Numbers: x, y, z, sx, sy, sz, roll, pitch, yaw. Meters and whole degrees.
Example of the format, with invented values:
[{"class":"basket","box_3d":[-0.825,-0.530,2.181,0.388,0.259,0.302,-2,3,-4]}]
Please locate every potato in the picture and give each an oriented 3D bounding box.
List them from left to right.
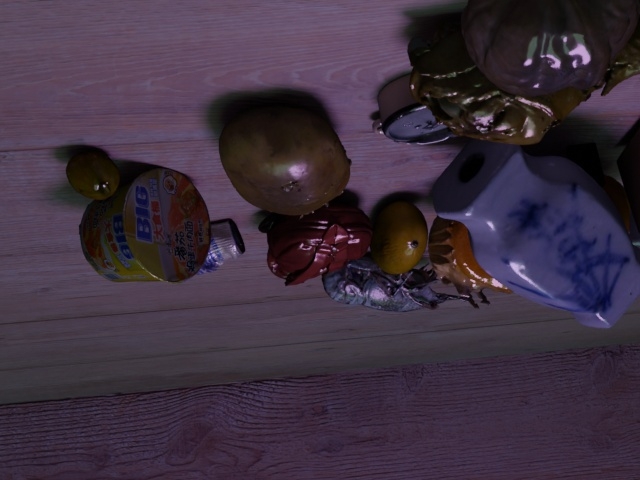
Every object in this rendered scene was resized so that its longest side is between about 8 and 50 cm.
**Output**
[{"class":"potato","box_3d":[-0.050,-0.116,1.624,0.192,0.141,0.296,-9,164,12]}]

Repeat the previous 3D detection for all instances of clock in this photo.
[{"class":"clock","box_3d":[0.168,-0.202,1.572,0.156,0.063,0.229,11,156,-41]}]

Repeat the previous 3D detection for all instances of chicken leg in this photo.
[{"class":"chicken leg","box_3d":[0.334,-0.248,1.385,0.429,0.201,0.153,-16,-171,7]}]

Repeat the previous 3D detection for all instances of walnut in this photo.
[{"class":"walnut","box_3d":[0.272,-0.271,1.210,0.224,0.224,0.224,-7,161,-2]}]

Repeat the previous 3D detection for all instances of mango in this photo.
[{"class":"mango","box_3d":[0.154,0.003,2.049,0.091,0.137,0.237,-1,161,-10]}]

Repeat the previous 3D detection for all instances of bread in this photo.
[{"class":"bread","box_3d":[0.402,-0.024,1.959,0.389,0.236,0.183,-17,-178,-10]}]

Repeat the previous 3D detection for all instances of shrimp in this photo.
[{"class":"shrimp","box_3d":[0.188,0.096,2.323,0.372,0.137,0.172,-1,177,-15]}]

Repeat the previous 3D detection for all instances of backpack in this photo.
[{"class":"backpack","box_3d":[0.000,-0.003,1.972,0.229,0.138,0.229,-7,162,-2]}]

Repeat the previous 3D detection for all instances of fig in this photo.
[{"class":"fig","box_3d":[-0.357,-0.096,1.628,0.082,0.098,0.084,-25,146,-20]}]

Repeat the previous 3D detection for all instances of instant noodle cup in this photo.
[{"class":"instant noodle cup","box_3d":[-0.309,-0.012,1.760,0.153,0.205,0.205,-14,161,38]}]

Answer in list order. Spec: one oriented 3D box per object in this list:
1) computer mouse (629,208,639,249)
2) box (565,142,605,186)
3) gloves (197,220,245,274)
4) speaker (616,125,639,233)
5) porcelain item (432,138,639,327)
[{"class":"computer mouse","box_3d":[0.689,-0.014,2.250,0.371,0.121,0.188,-8,161,11]},{"class":"box","box_3d":[0.483,-0.135,1.853,0.053,0.083,0.024,-6,156,-2]},{"class":"gloves","box_3d":[-0.264,0.018,2.033,0.229,0.097,0.119,-9,132,19]},{"class":"speaker","box_3d":[0.639,-0.134,1.762,0.153,0.192,0.231,-6,157,-6]},{"class":"porcelain item","box_3d":[0.395,-0.016,1.783,0.405,0.178,0.242,36,96,-27]}]
